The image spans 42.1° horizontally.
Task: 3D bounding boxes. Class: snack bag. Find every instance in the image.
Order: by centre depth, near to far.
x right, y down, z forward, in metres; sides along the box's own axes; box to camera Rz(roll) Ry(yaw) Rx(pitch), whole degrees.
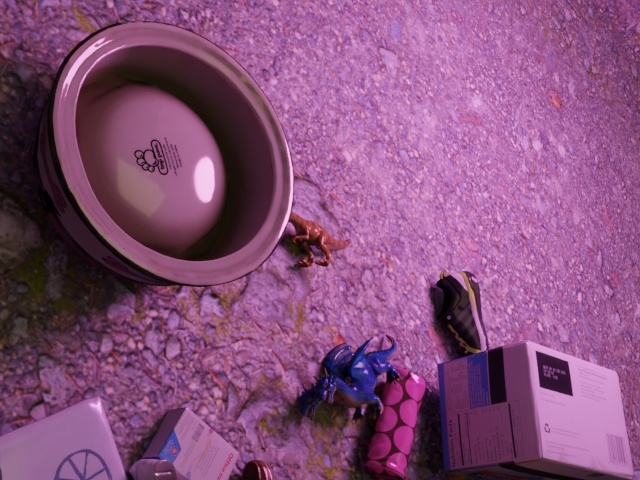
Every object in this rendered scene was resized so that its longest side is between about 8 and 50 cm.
[{"bbox_3d":[-0.372,0.403,1.046,0.342,0.037,0.323,-17,87,-48],"label":"snack bag"}]

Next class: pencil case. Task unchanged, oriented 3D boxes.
[{"bbox_3d":[0.142,0.349,1.560,0.095,0.098,0.209,21,56,1],"label":"pencil case"}]

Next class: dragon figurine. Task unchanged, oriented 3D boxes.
[{"bbox_3d":[0.068,0.231,1.526,0.144,0.085,0.289,53,46,-19],"label":"dragon figurine"}]

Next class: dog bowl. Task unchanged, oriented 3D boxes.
[{"bbox_3d":[-0.241,-0.113,1.252,0.408,0.150,0.408,16,64,-38],"label":"dog bowl"}]

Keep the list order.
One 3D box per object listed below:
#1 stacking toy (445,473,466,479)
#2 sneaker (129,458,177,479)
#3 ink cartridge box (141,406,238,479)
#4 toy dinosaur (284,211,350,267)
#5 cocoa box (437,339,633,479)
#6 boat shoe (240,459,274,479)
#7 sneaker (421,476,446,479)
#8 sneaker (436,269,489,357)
[{"bbox_3d":[0.317,0.570,1.691,0.167,0.052,0.221,25,61,-36],"label":"stacking toy"},{"bbox_3d":[-0.230,0.376,1.193,0.054,0.061,0.152,-36,121,-54],"label":"sneaker"},{"bbox_3d":[-0.193,0.323,1.247,0.122,0.052,0.088,47,48,-22],"label":"ink cartridge box"},{"bbox_3d":[0.000,0.000,1.557,0.211,0.064,0.112,28,56,-37],"label":"toy dinosaur"},{"bbox_3d":[0.432,0.364,1.685,0.347,0.228,0.231,21,58,-39],"label":"cocoa box"},{"bbox_3d":[-0.113,0.427,1.283,0.060,0.064,0.178,25,61,-40],"label":"boat shoe"},{"bbox_3d":[0.137,0.484,1.473,0.319,0.112,0.131,-28,109,-49],"label":"sneaker"},{"bbox_3d":[0.298,0.179,1.810,0.097,0.084,0.234,-7,84,-13],"label":"sneaker"}]
